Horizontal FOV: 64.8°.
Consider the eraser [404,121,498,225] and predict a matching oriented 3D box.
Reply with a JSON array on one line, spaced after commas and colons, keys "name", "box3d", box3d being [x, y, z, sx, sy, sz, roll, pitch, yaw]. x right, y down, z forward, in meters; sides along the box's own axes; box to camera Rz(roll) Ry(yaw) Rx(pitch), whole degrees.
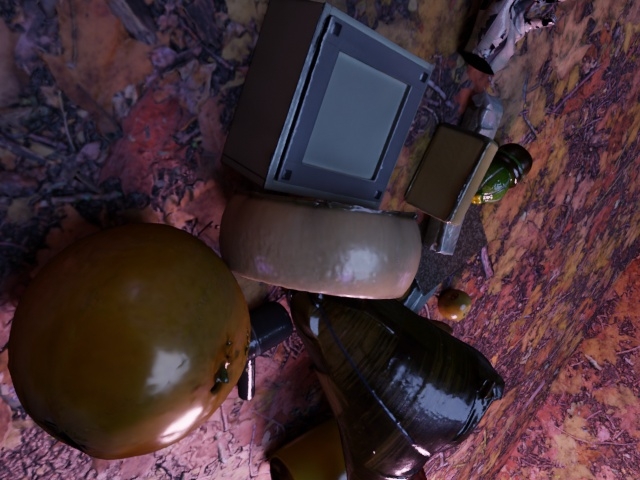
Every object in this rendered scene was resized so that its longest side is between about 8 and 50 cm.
[{"name": "eraser", "box3d": [0.248, -0.127, 0.961, 0.058, 0.117, 0.172, 12, 106, -48]}]

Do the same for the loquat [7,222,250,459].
[{"name": "loquat", "box3d": [-0.209, 0.109, 0.581, 0.263, 0.263, 0.262, -24, 130, -32]}]

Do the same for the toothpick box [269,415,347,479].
[{"name": "toothpick box", "box3d": [0.025, 0.485, 1.102, 0.272, 0.175, 0.174, -13, 124, -32]}]

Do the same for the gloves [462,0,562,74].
[{"name": "gloves", "box3d": [0.337, -0.406, 0.880, 0.128, 0.111, 0.212, 26, 99, -25]}]

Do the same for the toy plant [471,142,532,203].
[{"name": "toy plant", "box3d": [0.385, -0.141, 1.107, 0.162, 0.093, 0.092, -41, 137, -16]}]

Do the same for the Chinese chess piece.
[{"name": "Chinese chess piece", "box3d": [0.000, 0.000, 0.683, 0.270, 0.270, 0.111, 6, 94, -47]}]

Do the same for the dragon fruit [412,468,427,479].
[{"name": "dragon fruit", "box3d": [0.156, 0.626, 1.287, 0.252, 0.241, 0.240, -5, 119, -56]}]

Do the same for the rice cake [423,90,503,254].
[{"name": "rice cake", "box3d": [0.291, -0.132, 1.033, 0.066, 0.063, 0.335, 2, 108, -39]}]

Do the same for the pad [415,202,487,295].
[{"name": "pad", "box3d": [0.284, 0.002, 1.129, 0.235, 0.003, 0.158, -34, 115, -24]}]

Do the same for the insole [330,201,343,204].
[{"name": "insole", "box3d": [0.038, -0.082, 0.870, 0.064, 0.004, 0.188, -29, 133, -27]}]

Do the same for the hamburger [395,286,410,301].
[{"name": "hamburger", "box3d": [0.164, 0.094, 1.080, 0.076, 0.044, 0.083, -22, 127, -35]}]

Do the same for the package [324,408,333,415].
[{"name": "package", "box3d": [0.138, 0.321, 1.120, 0.251, 0.062, 0.204, -20, 166, -22]}]

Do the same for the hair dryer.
[{"name": "hair dryer", "box3d": [-0.117, 0.210, 0.868, 0.125, 0.071, 0.218, -22, 136, -34]}]

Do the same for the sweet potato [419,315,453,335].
[{"name": "sweet potato", "box3d": [0.166, 0.189, 1.058, 0.342, 0.092, 0.113, 26, 78, -35]}]

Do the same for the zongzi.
[{"name": "zongzi", "box3d": [0.042, 0.289, 0.898, 0.404, 0.208, 0.432, 36, 102, -9]}]

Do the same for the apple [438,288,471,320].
[{"name": "apple", "box3d": [0.342, 0.165, 1.281, 0.084, 0.071, 0.083, -24, 130, -32]}]

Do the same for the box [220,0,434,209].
[{"name": "box", "box3d": [0.015, -0.176, 0.694, 0.225, 0.117, 0.224, 6, 111, -45]}]

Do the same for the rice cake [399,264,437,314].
[{"name": "rice cake", "box3d": [0.197, 0.144, 1.145, 0.226, 0.040, 0.085, -54, 133, -2]}]
